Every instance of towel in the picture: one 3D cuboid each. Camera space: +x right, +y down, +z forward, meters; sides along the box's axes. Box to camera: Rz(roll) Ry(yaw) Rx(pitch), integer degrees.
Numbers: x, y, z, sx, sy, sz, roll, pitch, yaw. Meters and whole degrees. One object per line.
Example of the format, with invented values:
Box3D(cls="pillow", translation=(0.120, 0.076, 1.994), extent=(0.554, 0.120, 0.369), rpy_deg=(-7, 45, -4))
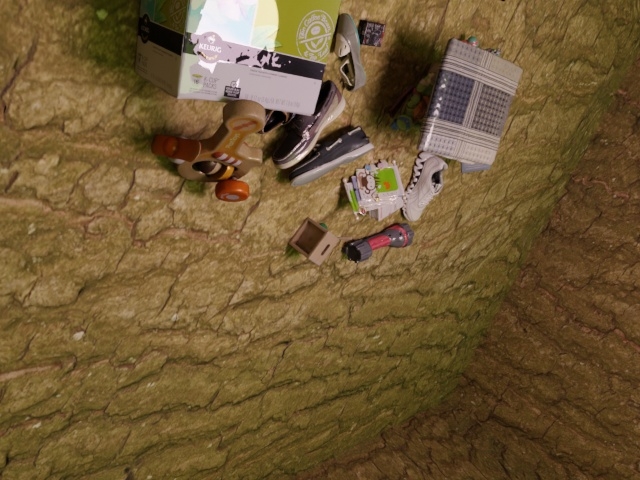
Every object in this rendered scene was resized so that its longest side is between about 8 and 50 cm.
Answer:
Box3D(cls="towel", translation=(0.433, -0.386, 1.309), extent=(0.325, 0.056, 0.311), rpy_deg=(4, 106, -33))

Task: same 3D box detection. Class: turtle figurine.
Box3D(cls="turtle figurine", translation=(0.528, -0.619, 1.555), extent=(0.175, 0.118, 0.234), rpy_deg=(-30, 153, -5))
Box3D(cls="turtle figurine", translation=(0.377, -0.443, 1.441), extent=(0.198, 0.275, 0.266), rpy_deg=(44, 58, -18))

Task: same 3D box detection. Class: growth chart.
Box3D(cls="growth chart", translation=(0.184, -0.182, 1.531), extent=(0.238, 0.021, 0.171), rpy_deg=(-21, 87, -23))

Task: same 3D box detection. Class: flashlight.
Box3D(cls="flashlight", translation=(0.234, 0.012, 1.732), extent=(0.304, 0.103, 0.103), rpy_deg=(-20, 165, -40))

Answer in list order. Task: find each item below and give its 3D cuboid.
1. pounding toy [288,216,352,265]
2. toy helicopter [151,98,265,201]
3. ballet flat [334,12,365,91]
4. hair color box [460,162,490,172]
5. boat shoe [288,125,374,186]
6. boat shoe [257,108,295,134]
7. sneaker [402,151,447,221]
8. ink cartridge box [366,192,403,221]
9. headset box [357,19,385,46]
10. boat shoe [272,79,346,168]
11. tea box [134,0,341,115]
Box3D(cls="pounding toy", translation=(0.000, 0.000, 1.475), extent=(0.141, 0.130, 0.100), rpy_deg=(-53, 141, 0))
Box3D(cls="toy helicopter", translation=(-0.229, -0.209, 0.980), extent=(0.235, 0.355, 0.140), rpy_deg=(6, 72, -28))
Box3D(cls="ballet flat", translation=(0.074, -0.502, 1.225), extent=(0.068, 0.072, 0.213), rpy_deg=(-38, 139, -12))
Box3D(cls="hair color box", translation=(0.542, -0.413, 1.599), extent=(0.374, 0.114, 0.185), rpy_deg=(49, 38, -63))
Box3D(cls="boat shoe", translation=(0.020, -0.253, 1.345), extent=(0.303, 0.091, 0.114), rpy_deg=(-29, 179, -29))
Box3D(cls="boat shoe", translation=(-0.100, -0.337, 1.175), extent=(0.183, 0.066, 0.066), rpy_deg=(-46, 141, -9))
Box3D(cls="sneaker", translation=(0.403, -0.194, 1.747), extent=(0.110, 0.118, 0.291), rpy_deg=(-17, 130, -39))
Box3D(cls="ink cartridge box", translation=(0.216, -0.145, 1.615), extent=(0.143, 0.090, 0.092), rpy_deg=(-31, 136, -24))
Box3D(cls="headset box", translation=(0.144, -0.581, 1.265), extent=(0.083, 0.032, 0.062), rpy_deg=(-15, 128, -39))
Box3D(cls="boat shoe", translation=(-0.043, -0.319, 1.226), extent=(0.285, 0.103, 0.092), rpy_deg=(-49, 136, -11))
Box3D(cls="tea box", translation=(-0.160, -0.452, 0.908), extent=(0.329, 0.220, 0.323), rpy_deg=(-8, 122, -41))
